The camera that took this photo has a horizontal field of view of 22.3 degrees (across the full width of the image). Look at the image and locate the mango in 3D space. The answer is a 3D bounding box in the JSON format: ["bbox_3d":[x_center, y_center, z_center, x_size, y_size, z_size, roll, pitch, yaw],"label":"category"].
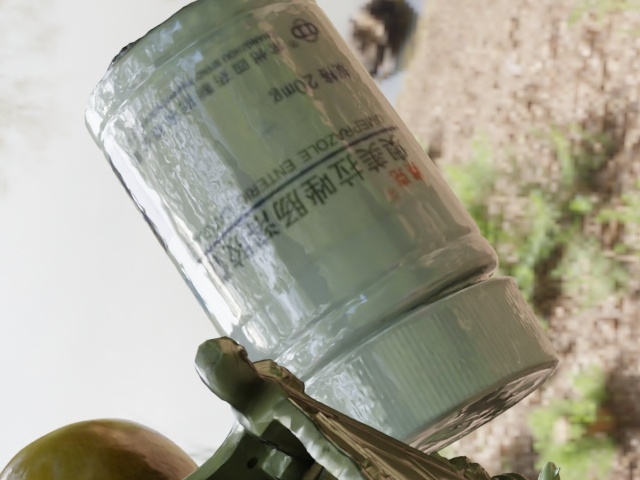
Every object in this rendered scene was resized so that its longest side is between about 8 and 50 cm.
[{"bbox_3d":[-0.128,0.260,1.128,0.317,0.173,0.211,57,155,35],"label":"mango"}]

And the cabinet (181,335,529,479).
[{"bbox_3d":[0.058,0.244,0.860,0.290,0.318,0.227,36,92,43],"label":"cabinet"}]

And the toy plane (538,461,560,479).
[{"bbox_3d":[0.209,0.251,1.482,0.040,0.102,0.111,125,159,-56],"label":"toy plane"}]

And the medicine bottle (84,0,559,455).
[{"bbox_3d":[0.000,0.000,1.121,0.332,0.190,0.190,55,144,11],"label":"medicine bottle"}]
